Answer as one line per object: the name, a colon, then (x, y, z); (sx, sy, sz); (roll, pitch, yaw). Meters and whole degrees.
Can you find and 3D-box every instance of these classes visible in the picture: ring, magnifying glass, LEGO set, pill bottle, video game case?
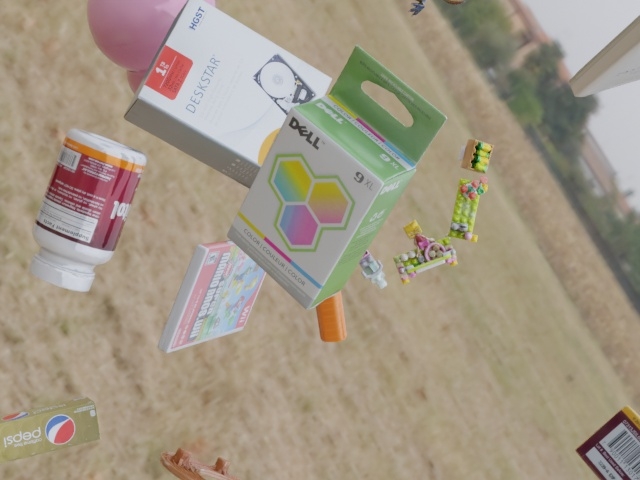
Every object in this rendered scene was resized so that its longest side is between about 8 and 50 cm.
ring: (-0.072, 0.368, 1.558); (0.336, 0.032, 0.336); (25, -8, 4)
magnifying glass: (0.000, 0.000, 1.134); (0.026, 0.092, 0.231); (-70, 155, -64)
LEGO set: (0.185, -0.027, 1.687); (0.132, 0.287, 0.107); (47, 2, 2)
pill bottle: (-0.239, -0.030, 1.117); (0.086, 0.152, 0.086); (21, 4, -2)
video game case: (-0.181, 0.091, 2.017); (0.025, 0.204, 0.285); (27, 14, 19)

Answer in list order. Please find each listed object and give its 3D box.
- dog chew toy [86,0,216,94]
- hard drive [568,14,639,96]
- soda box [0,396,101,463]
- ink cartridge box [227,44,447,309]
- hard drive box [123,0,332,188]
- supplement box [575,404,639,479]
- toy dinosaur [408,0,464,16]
dog chew toy: (-0.237, -0.303, 1.797); (0.207, 0.206, 0.332); (-103, 169, -54)
hard drive: (0.503, -0.291, 1.582); (0.307, 0.203, 0.040); (124, -52, -78)
soda box: (-0.430, 0.289, 1.669); (0.058, 0.181, 0.061); (6, -76, 65)
ink cartridge box: (0.009, -0.053, 0.974); (0.109, 0.209, 0.062); (42, 34, 17)
hard drive box: (-0.128, -0.199, 1.541); (0.232, 0.181, 0.089); (28, -21, -15)
supplement box: (0.377, 0.274, 1.247); (0.188, 0.081, 0.104); (40, 10, -48)
toy dinosaur: (0.082, -0.251, 1.050); (0.090, 0.047, 0.082); (6, 47, -35)
